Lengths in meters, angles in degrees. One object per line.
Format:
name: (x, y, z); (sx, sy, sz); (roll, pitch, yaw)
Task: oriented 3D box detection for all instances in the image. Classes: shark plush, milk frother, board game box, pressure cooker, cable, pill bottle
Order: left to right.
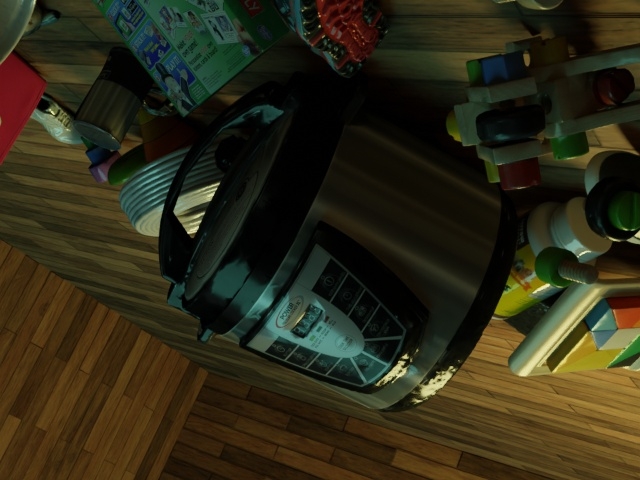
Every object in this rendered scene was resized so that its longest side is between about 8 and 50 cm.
shark plush: (-0.462, -0.325, 1.583); (0.073, 0.067, 0.161); (35, 160, -31)
milk frother: (-0.297, -0.199, 1.622); (0.143, 0.134, 0.129); (30, 163, -19)
board game box: (-0.170, -0.275, 1.234); (0.213, 0.046, 0.317); (53, 158, -9)
cable: (-0.196, -0.084, 1.685); (0.257, 0.089, 0.257); (-12, 167, -44)
pressure cooker: (-0.001, -0.002, 1.404); (0.420, 0.369, 0.375); (28, 163, -13)
pill bottle: (0.297, 0.022, 1.447); (0.117, 0.117, 0.215); (30, 142, -18)

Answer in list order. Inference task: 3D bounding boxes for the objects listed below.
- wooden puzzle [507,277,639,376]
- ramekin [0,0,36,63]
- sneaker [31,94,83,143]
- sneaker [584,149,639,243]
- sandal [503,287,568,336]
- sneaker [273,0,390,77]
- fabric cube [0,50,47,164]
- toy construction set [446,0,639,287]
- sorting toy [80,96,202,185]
wooden puzzle: (0.414, 0.128, 1.475); (0.239, 0.044, 0.221); (3, 139, -25)
ramekin: (-0.486, -0.322, 1.405); (0.109, 0.207, 0.207); (32, 164, 6)
sneaker: (-0.496, -0.229, 1.949); (0.152, 0.053, 0.061); (33, 159, -24)
sneaker: (0.441, -0.032, 1.184); (0.296, 0.104, 0.147); (26, 162, -27)
sandal: (0.286, 0.040, 1.644); (0.446, 0.107, 0.167); (35, 166, 7)
sneaker: (-0.014, -0.255, 1.089); (0.125, 0.104, 0.262); (37, 176, 15)
fabric cube: (-0.680, -0.256, 1.775); (0.259, 0.254, 0.258); (13, 158, 36)
toy construction set: (0.189, -0.160, 0.988); (0.309, 0.257, 0.237); (53, 166, -21)
sorting toy: (-0.336, -0.181, 1.838); (0.366, 0.127, 0.126); (-2, 124, 55)
